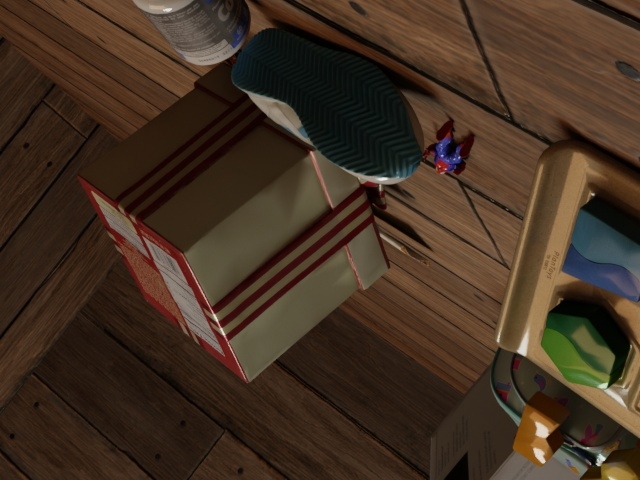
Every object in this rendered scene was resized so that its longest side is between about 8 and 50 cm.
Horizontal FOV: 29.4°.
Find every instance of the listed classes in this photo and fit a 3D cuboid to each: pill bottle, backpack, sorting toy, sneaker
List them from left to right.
[{"bbox_3d":[-0.117,-0.213,1.034,0.078,0.078,0.137,34,174,26],"label":"pill bottle"},{"bbox_3d":[0.020,-0.111,1.050,0.092,0.087,0.229,33,-174,-46],"label":"sneaker"},{"bbox_3d":[0.243,0.120,1.069,0.144,0.166,0.188,38,174,-40],"label":"backpack"},{"bbox_3d":[0.225,0.098,0.871,0.229,0.041,0.307,32,139,26],"label":"sorting toy"}]

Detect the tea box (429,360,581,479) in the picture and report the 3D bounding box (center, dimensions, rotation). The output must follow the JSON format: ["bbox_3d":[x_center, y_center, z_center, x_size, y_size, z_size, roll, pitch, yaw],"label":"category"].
[{"bbox_3d":[0.318,0.319,1.470,0.323,0.220,0.329,37,-165,-5],"label":"tea box"}]

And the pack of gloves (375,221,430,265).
[{"bbox_3d":[0.031,-0.063,1.620,0.232,0.046,0.195,36,-174,37],"label":"pack of gloves"}]

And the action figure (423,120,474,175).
[{"bbox_3d":[0.109,-0.074,1.048,0.038,0.030,0.115,31,176,6],"label":"action figure"}]

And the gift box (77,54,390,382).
[{"bbox_3d":[-0.081,-0.042,1.365,0.255,0.258,0.276,35,155,37],"label":"gift box"}]
